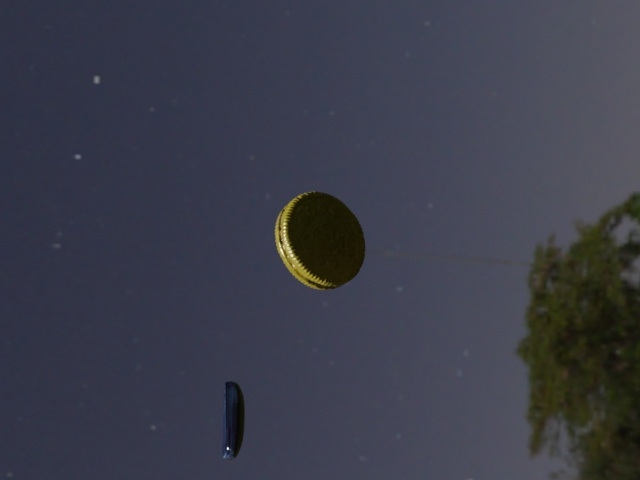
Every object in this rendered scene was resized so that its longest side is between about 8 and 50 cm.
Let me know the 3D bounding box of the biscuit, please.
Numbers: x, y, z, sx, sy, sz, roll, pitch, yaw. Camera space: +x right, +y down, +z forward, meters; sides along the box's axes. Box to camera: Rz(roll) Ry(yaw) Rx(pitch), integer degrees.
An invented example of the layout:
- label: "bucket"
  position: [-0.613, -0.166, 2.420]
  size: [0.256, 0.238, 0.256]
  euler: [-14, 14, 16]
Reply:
- label: "biscuit"
  position: [0.000, 0.000, 0.975]
  size: [0.084, 0.023, 0.084]
  euler: [16, -119, -31]

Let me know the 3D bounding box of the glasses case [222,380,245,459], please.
- label: "glasses case"
  position: [-0.092, 0.191, 1.254]
  size: [0.033, 0.023, 0.083]
  euler: [131, 140, -71]
